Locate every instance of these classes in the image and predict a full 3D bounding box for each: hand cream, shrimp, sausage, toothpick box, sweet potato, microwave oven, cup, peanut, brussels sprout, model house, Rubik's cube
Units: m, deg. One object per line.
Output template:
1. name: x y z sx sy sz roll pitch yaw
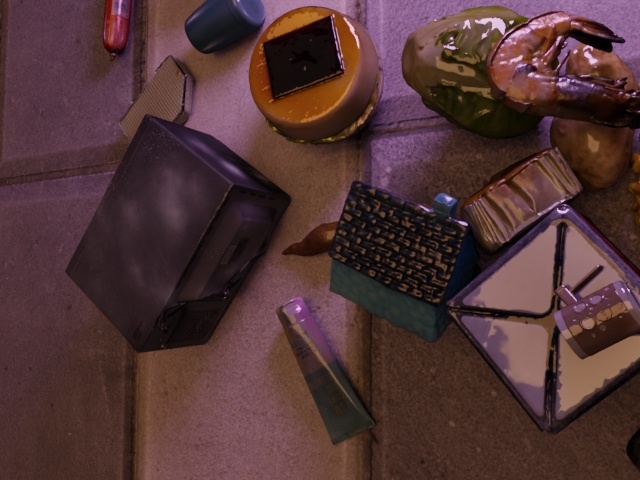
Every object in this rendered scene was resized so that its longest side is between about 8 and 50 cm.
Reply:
1. hand cream: -0.004 0.276 1.313 0.111 0.070 0.313 -34 74 20
2. shrimp: 0.409 -0.268 0.965 0.289 0.075 0.178 12 84 10
3. sausage: -0.560 -0.634 1.700 0.074 0.074 0.274 5 90 30
4. toothpick box: -0.235 -0.531 1.478 0.184 0.120 0.121 -21 76 29
5. sweet potato: -0.002 -0.001 1.334 0.226 0.068 0.068 -18 77 28
6. microwave oven: -0.325 -0.007 1.419 0.374 0.236 0.432 39 105 27
7. cup: 0.375 0.097 0.825 0.099 0.102 0.074 -34 109 25
8. peanut: 0.468 -0.214 1.044 0.137 0.122 0.254 10 89 -2
9. brussels sprout: 0.282 -0.306 1.097 0.271 0.210 0.220 13 109 -1
10. model house: 0.153 -0.010 1.095 0.261 0.226 0.241 24 135 29
11. Rubik's cube: 0.396 0.119 0.987 0.260 0.259 0.255 -45 65 18

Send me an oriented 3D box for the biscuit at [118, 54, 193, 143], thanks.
1. biscuit: -0.418 -0.343 1.606 0.252 0.052 0.150 -47 70 20

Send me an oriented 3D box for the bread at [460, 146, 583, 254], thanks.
1. bread: 0.339 -0.067 1.059 0.192 0.210 0.110 -35 79 12

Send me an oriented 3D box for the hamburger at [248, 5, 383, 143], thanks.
1. hamburger: -0.009 -0.340 1.297 0.300 0.176 0.301 -2 86 24

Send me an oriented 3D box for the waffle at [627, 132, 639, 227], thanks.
1. waffle: 0.650 -0.094 0.970 0.328 0.062 0.330 -3 84 29

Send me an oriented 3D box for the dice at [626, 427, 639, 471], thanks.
1. dice: 0.583 0.309 0.907 0.181 0.183 0.182 44 106 27
